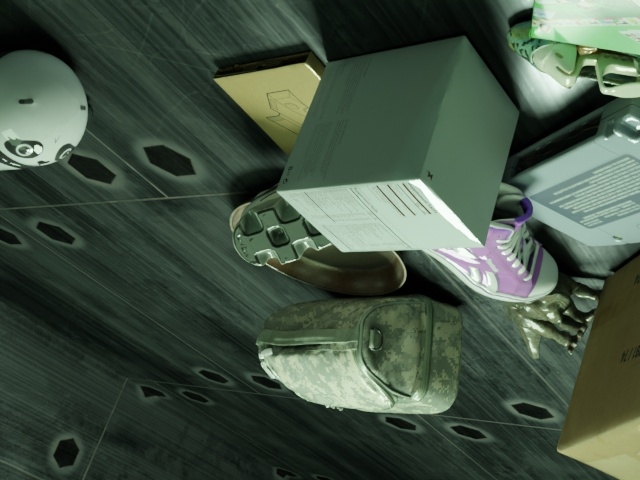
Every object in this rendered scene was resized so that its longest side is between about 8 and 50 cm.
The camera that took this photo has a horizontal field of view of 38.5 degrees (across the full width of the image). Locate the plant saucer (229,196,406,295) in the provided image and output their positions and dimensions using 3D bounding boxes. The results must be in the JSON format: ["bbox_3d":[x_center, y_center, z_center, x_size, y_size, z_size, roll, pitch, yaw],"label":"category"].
[{"bbox_3d":[0.000,0.000,1.539,0.310,0.050,0.310,16,155,7],"label":"plant saucer"}]

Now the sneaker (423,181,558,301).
[{"bbox_3d":[0.242,0.002,1.192,0.282,0.102,0.161,24,158,-28],"label":"sneaker"}]

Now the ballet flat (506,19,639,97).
[{"bbox_3d":[0.278,-0.181,0.932,0.188,0.070,0.070,11,154,19],"label":"ballet flat"}]

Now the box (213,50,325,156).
[{"bbox_3d":[-0.023,-0.172,1.231,0.164,0.021,0.201,-2,147,39],"label":"box"}]

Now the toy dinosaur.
[{"bbox_3d":[0.347,0.097,1.440,0.160,0.121,0.313,31,169,15],"label":"toy dinosaur"}]

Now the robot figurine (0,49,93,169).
[{"bbox_3d":[-0.468,-0.185,1.350,0.278,0.209,0.173,0,136,38],"label":"robot figurine"}]

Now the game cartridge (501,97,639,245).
[{"bbox_3d":[0.356,-0.069,1.089,0.198,0.062,0.297,22,163,-14],"label":"game cartridge"}]

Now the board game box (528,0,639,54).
[{"bbox_3d":[0.348,-0.235,0.790,0.317,0.046,0.213,13,156,15],"label":"board game box"}]

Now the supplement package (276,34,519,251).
[{"bbox_3d":[0.094,-0.105,1.072,0.203,0.194,0.149,-2,149,41],"label":"supplement package"}]

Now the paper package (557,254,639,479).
[{"bbox_3d":[0.473,0.147,1.170,0.168,0.309,0.325,24,155,1],"label":"paper package"}]

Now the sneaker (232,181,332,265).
[{"bbox_3d":[0.039,-0.070,1.312,0.330,0.146,0.122,-10,121,12],"label":"sneaker"}]

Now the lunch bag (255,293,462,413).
[{"bbox_3d":[0.064,0.196,1.648,0.256,0.213,0.305,20,162,-38],"label":"lunch bag"}]
